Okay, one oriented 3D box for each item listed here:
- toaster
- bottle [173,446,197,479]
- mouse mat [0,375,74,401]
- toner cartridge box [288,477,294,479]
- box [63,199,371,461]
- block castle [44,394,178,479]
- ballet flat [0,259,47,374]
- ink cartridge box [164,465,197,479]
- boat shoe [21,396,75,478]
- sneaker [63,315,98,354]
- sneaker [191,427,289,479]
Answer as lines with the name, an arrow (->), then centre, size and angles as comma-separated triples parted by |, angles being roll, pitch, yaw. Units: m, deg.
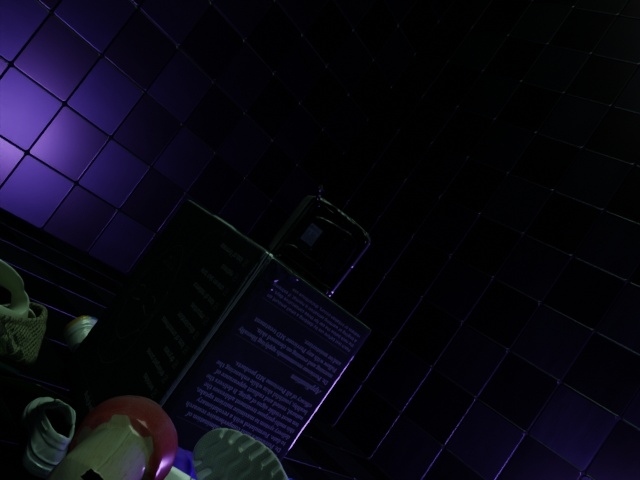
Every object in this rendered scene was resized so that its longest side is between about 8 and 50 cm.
toaster -> 0.000, 0.000, 1.350 | 0.168, 0.186, 0.110 | 37, -1, -14
bottle -> -0.217, 0.371, 0.922 | 0.092, 0.118, 0.283 | 42, -22, 33
mouse mat -> -0.490, 0.216, 0.964 | 0.189, 0.007, 0.152 | 14, -23, 3
toner cartridge box -> 0.010, 0.649, 1.327 | 0.348, 0.075, 0.165 | 33, -6, 29
box -> -0.235, 0.223, 1.266 | 0.297, 0.472, 0.480 | 40, -6, -31
block castle -> -0.076, 0.368, 0.477 | 0.453, 0.303, 0.213 | 37, -5, -2
ballet flat -> -0.584, 0.091, 0.982 | 0.164, 0.182, 0.483 | 15, -16, 11
ink cartridge box -> -0.173, 0.336, 0.709 | 0.203, 0.148, 0.086 | 30, 40, 4
boat shoe -> -0.434, 0.302, 1.025 | 0.083, 0.076, 0.226 | 38, -5, -28
sneaker -> -0.511, 0.298, 1.556 | 0.296, 0.112, 0.131 | 39, 12, -51
sneaker -> -0.071, 0.380, 0.869 | 0.281, 0.105, 0.115 | 39, -34, 12
